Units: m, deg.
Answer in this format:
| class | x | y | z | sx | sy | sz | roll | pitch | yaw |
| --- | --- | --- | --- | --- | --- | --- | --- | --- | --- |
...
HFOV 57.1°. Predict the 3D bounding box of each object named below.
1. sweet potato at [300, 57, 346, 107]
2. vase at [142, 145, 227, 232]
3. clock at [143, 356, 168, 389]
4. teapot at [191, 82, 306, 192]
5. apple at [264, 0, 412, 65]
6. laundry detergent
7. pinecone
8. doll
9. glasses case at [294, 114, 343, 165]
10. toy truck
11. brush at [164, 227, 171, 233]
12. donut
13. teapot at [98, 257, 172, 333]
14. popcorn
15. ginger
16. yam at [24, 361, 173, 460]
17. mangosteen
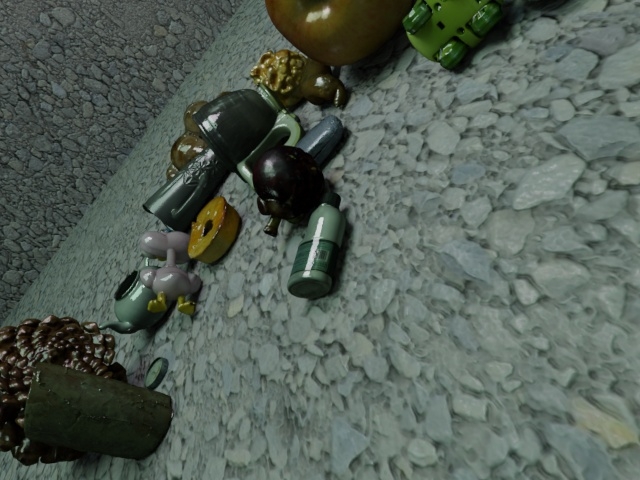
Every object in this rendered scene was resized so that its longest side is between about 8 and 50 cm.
| class | x | y | z | sx | sy | sz | roll | pitch | yaw |
| --- | --- | --- | --- | --- | --- | --- | --- | --- | --- |
| sweet potato | -0.004 | -0.433 | 1.587 | 0.124 | 0.098 | 0.310 | -52 | 33 | 33 |
| vase | -0.415 | -0.161 | 1.878 | 0.301 | 0.156 | 0.251 | -49 | 25 | -2 |
| clock | -0.410 | 0.329 | 1.463 | 0.085 | 0.017 | 0.085 | -37 | 33 | 29 |
| teapot | -0.189 | -0.301 | 1.592 | 0.239 | 0.239 | 0.321 | -39 | 24 | 2 |
| apple | 0.041 | -0.627 | 1.423 | 0.391 | 0.391 | 0.346 | -36 | 14 | 31 |
| laundry detergent | 0.000 | 0.000 | 1.142 | 0.099 | 0.070 | 0.225 | -31 | 36 | 48 |
| pinecone | -0.678 | 0.399 | 1.480 | 0.384 | 0.384 | 0.384 | -37 | 33 | 29 |
| doll | -0.410 | 0.064 | 1.598 | 0.365 | 0.160 | 0.094 | -120 | 43 | -56 |
| glasses case | -0.049 | -0.187 | 1.421 | 0.282 | 0.067 | 0.109 | -48 | 23 | 16 |
| toy truck | 0.276 | -0.461 | 1.155 | 0.210 | 0.148 | 0.187 | -51 | 8 | -32 |
| brush | -0.504 | -0.061 | 2.030 | 0.164 | 0.014 | 0.051 | -50 | 30 | 6 |
| donut | -0.285 | -0.022 | 1.597 | 0.174 | 0.075 | 0.190 | -36 | 37 | 28 |
| teapot | -0.501 | 0.155 | 1.662 | 0.193 | 0.129 | 0.294 | -19 | 40 | 43 |
| popcorn | -0.109 | -0.477 | 1.721 | 0.180 | 0.180 | 0.170 | -30 | 8 | 38 |
| ginger | -0.409 | -0.352 | 2.040 | 0.256 | 0.176 | 0.375 | 22 | 78 | 45 |
| yam | -0.486 | 0.368 | 1.262 | 0.168 | 0.304 | 0.168 | -38 | 40 | 40 |
| mangosteen | -0.079 | -0.122 | 1.306 | 0.184 | 0.173 | 0.172 | 126 | 159 | -45 |
